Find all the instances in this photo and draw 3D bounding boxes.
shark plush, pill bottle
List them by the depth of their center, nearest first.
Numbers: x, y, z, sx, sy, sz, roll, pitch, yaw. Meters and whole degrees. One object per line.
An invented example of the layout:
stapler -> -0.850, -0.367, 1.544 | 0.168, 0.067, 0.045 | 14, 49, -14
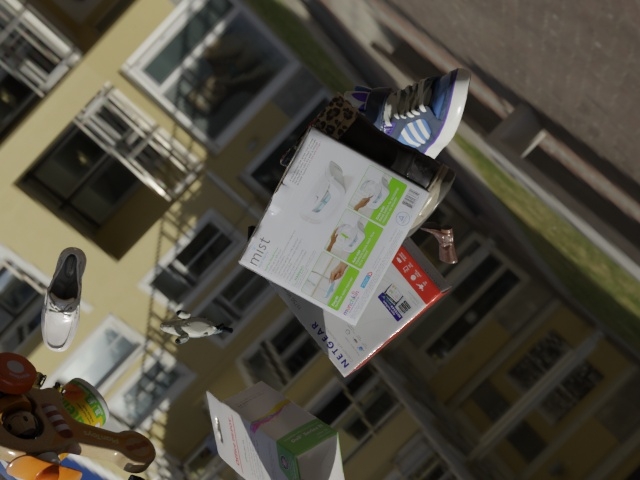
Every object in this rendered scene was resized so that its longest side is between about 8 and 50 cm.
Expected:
shark plush -> -0.276, 0.189, 2.083 | 0.067, 0.161, 0.073 | -22, 77, 62
pill bottle -> -0.629, 0.446, 2.175 | 0.136, 0.245, 0.136 | 24, 134, 28

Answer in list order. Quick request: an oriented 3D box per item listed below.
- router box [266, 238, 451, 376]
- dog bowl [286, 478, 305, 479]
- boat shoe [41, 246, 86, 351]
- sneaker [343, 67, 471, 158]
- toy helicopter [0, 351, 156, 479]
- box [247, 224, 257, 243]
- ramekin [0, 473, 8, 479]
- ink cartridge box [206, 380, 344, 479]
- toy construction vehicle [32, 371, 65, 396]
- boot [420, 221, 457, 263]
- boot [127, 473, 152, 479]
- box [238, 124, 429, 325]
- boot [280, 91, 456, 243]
router box -> 0.066, 0.076, 2.036 | 0.335, 0.301, 0.082 | 50, -158, 11
dog bowl -> -0.071, 0.603, 1.798 | 0.104, 0.265, 0.265 | 30, 175, 37
boat shoe -> -0.669, 0.155, 2.395 | 0.098, 0.277, 0.096 | 8, -179, -9
sneaker -> 0.167, -0.283, 1.982 | 0.236, 0.130, 0.323 | 17, 156, -4
toy helicopter -> -0.450, 0.353, 1.632 | 0.355, 0.140, 0.235 | 22, -158, -30
box -> 0.000, 0.000, 2.272 | 0.295, 0.073, 0.293 | 5, -173, 13
ramekin -> -0.704, 0.590, 1.920 | 0.272, 0.127, 0.273 | 23, 135, 25
ink cartridge box -> -0.102, 0.452, 2.049 | 0.353, 0.119, 0.207 | 24, 129, 47
toy construction vehicle -> -0.608, 0.333, 2.015 | 0.085, 0.098, 0.035 | 11, 145, 17
boot -> 0.319, 0.010, 2.511 | 0.106, 0.037, 0.114 | 13, 129, 39
boot -> -0.311, 0.548, 1.738 | 0.161, 0.247, 0.083 | 18, -151, -16
box -> 0.022, -0.028, 1.585 | 0.231, 0.262, 0.127 | 28, -172, -2
boot -> 0.045, -0.083, 1.792 | 0.284, 0.377, 0.138 | 38, -141, -7
